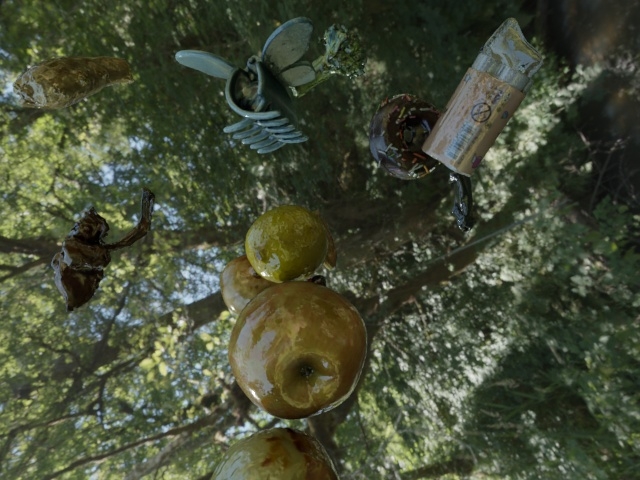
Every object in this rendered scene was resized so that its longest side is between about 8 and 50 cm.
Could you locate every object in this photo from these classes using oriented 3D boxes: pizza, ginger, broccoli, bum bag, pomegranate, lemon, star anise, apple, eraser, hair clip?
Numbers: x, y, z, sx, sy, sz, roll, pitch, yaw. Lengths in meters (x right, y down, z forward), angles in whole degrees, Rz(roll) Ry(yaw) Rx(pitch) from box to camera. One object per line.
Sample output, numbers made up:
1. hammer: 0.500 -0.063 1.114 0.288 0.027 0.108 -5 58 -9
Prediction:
1. pizza: -0.001 0.001 1.733 0.127 0.058 0.246 -11 -104 -54
2. ginger: -0.754 -0.480 1.367 0.375 0.236 0.166 -50 -59 -69
3. broccoli: 0.039 -0.562 1.476 0.198 0.275 0.177 42 180 35
4. bum bag: 0.547 -0.176 1.730 0.142 0.080 0.326 -41 -57 -47
5. pomegranate: -0.270 0.179 1.764 0.264 0.264 0.264 60 -171 -17
6. lemon: -0.103 0.012 1.409 0.284 0.260 0.260 19 -137 -58
7. star anise: -0.539 0.003 1.095 0.148 0.346 0.237 45 160 -24
8. apple: -0.060 0.304 1.247 0.391 0.391 0.346 61 -179 -11
9. eraser: 0.417 -0.339 1.217 0.171 0.290 0.087 39 -154 21
10. hair clip: -0.165 -0.411 1.287 0.318 0.392 0.238 15 -113 -75

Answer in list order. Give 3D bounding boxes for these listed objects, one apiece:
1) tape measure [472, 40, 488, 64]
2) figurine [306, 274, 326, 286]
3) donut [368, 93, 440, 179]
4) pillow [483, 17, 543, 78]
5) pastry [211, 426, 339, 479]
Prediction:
1. tape measure: 0.683 -0.712 1.743 0.146 0.125 0.081 28 175 2
2. figurine: -0.006 0.154 1.412 0.047 0.060 0.106 -107 2 -52
3. donut: 0.269 -0.313 1.349 0.269 0.270 0.103 61 161 -13
4. pillow: 0.586 -0.571 1.368 0.033 0.130 0.217 -1 -120 -34
5. pastry: -0.094 0.679 1.160 0.388 0.313 0.388 54 165 22
